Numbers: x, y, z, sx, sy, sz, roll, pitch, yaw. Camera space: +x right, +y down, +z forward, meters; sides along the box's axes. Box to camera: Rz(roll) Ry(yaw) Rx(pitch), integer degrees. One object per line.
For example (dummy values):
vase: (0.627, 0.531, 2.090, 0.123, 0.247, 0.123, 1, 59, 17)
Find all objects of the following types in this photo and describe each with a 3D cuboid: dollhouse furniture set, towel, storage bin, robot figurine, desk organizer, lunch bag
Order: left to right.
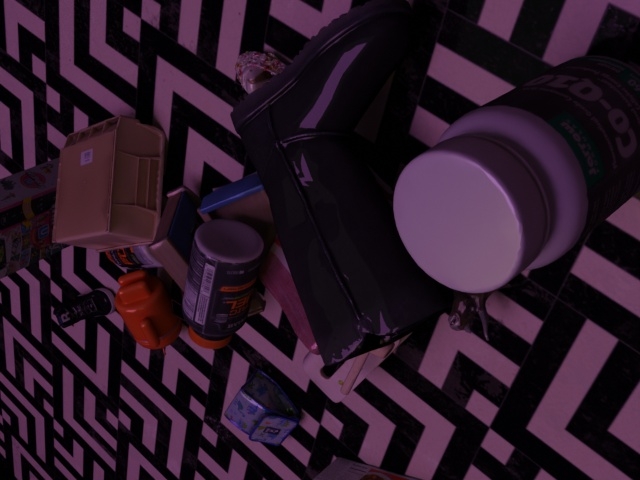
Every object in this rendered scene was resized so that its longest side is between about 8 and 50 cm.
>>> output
storage bin: (-0.468, -0.119, 1.896, 0.262, 0.123, 0.261, -7, 77, 48)
robot figurine: (-0.409, 0.170, 2.061, 0.158, 0.128, 0.219, 20, 142, 41)
desk organizer: (-0.317, 0.118, 2.008, 0.047, 0.050, 0.130, 25, 129, 34)
dollhouse furniture set: (-0.142, -0.014, 1.742, 0.303, 0.198, 0.286, -22, 122, 19)
lunch bag: (-0.127, 0.391, 1.957, 0.151, 0.096, 0.129, 37, 134, 4)
towel: (0.000, 0.000, 1.498, 0.237, 0.037, 0.329, 50, 125, 43)

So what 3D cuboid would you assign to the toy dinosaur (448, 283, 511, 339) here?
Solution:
toy dinosaur: (0.251, -0.011, 1.329, 0.160, 0.121, 0.314, 28, 127, 16)

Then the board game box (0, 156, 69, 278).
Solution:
board game box: (-0.719, -0.055, 2.116, 0.097, 0.303, 0.224, 37, 136, 24)

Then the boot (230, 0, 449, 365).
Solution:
boot: (0.072, -0.080, 1.288, 0.367, 0.146, 0.445, -35, 67, 36)

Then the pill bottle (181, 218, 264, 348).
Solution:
pill bottle: (-0.190, 0.090, 1.620, 0.130, 0.130, 0.246, 36, 131, 25)

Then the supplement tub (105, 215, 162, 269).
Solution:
supplement tub: (-0.413, 0.008, 1.988, 0.190, 0.117, 0.117, -7, 108, 47)

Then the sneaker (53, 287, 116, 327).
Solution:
sneaker: (-0.649, 0.194, 2.337, 0.217, 0.121, 0.079, -15, 103, 49)

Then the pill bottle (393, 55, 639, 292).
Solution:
pill bottle: (0.263, -0.086, 1.055, 0.204, 0.361, 0.204, 24, 129, 34)

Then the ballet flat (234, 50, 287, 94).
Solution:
ballet flat: (-0.080, -0.271, 1.512, 0.241, 0.077, 0.091, 28, 133, 32)

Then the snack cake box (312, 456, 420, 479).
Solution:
snack cake box: (0.094, 0.549, 1.775, 0.264, 0.152, 0.089, 3, 116, 45)

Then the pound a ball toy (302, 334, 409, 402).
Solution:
pound a ball toy: (0.060, 0.171, 1.534, 0.136, 0.208, 0.319, 46, 139, 9)
